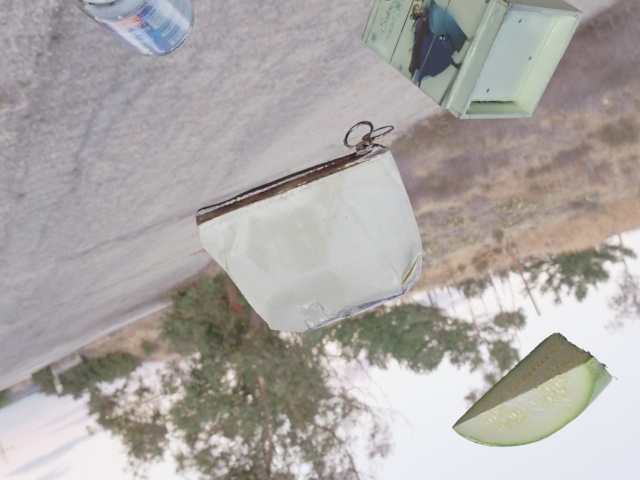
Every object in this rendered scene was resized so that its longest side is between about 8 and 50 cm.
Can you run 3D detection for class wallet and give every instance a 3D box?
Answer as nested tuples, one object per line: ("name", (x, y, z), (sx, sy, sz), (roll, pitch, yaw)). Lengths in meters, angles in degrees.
("wallet", (-0.001, 0.000, 1.103), (0.335, 0.275, 0.068), (-22, -161, 12))

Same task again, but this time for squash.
("squash", (0.402, 0.318, 1.367), (0.289, 0.111, 0.203), (-45, -173, 3))

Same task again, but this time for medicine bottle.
("medicine bottle", (-0.175, -0.226, 0.632), (0.083, 0.084, 0.203), (-23, 173, 5))

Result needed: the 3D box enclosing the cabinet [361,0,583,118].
("cabinet", (0.182, -0.267, 0.920), (0.150, 0.206, 0.145), (-7, 132, -35))
